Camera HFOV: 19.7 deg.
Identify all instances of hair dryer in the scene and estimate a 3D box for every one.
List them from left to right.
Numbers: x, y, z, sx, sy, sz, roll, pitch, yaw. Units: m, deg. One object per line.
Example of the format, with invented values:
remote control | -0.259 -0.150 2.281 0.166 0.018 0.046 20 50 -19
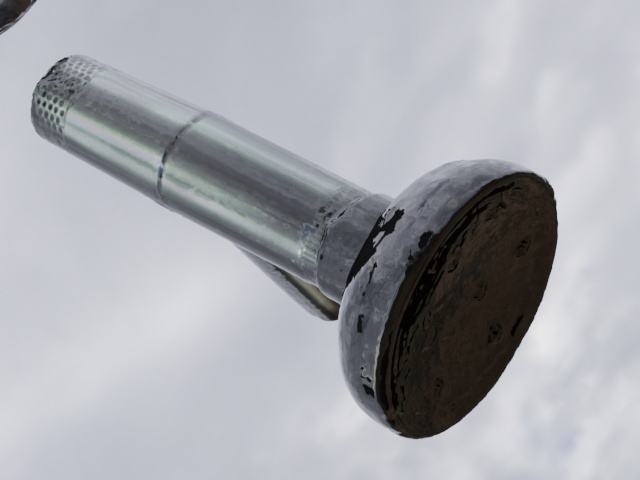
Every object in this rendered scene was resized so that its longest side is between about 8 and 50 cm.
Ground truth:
hair dryer | 0.019 -0.008 1.106 0.284 0.320 0.156 17 -81 -50

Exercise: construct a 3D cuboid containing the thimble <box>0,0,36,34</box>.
thimble | -0.280 -0.244 1.225 0.205 0.172 0.236 -20 -61 -2
